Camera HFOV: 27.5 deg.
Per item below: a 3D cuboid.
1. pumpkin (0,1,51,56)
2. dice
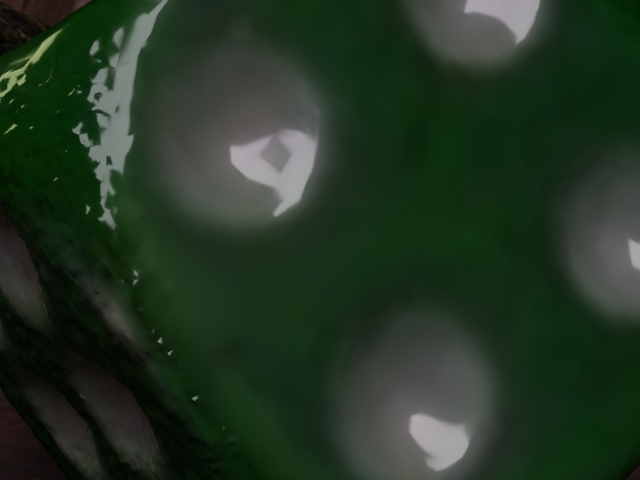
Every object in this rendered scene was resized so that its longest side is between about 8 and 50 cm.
[{"bbox_3d":[-0.271,-0.040,0.799,0.280,0.190,0.139,-9,53,-2],"label":"pumpkin"},{"bbox_3d":[0.000,0.000,0.628,0.300,0.287,0.297,-34,97,-22],"label":"dice"}]
